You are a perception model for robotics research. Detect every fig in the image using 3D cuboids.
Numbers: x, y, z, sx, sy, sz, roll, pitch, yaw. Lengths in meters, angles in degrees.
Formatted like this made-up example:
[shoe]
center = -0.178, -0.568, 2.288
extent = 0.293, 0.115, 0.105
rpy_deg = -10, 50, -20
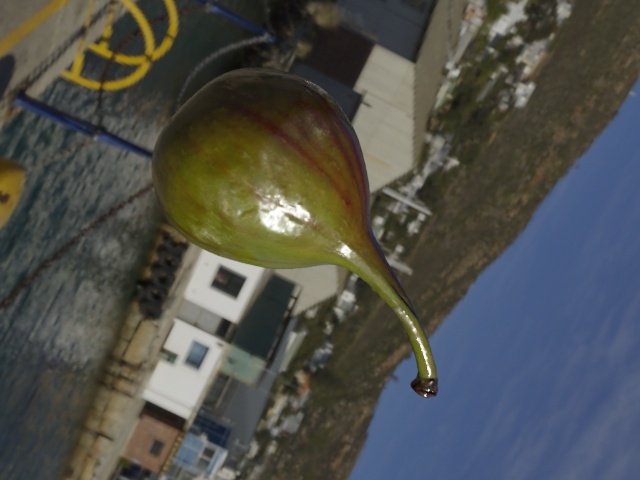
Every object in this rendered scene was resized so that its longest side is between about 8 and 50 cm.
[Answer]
[fig]
center = 0.000, 0.000, 0.539
extent = 0.124, 0.236, 0.124
rpy_deg = -40, 175, -4
